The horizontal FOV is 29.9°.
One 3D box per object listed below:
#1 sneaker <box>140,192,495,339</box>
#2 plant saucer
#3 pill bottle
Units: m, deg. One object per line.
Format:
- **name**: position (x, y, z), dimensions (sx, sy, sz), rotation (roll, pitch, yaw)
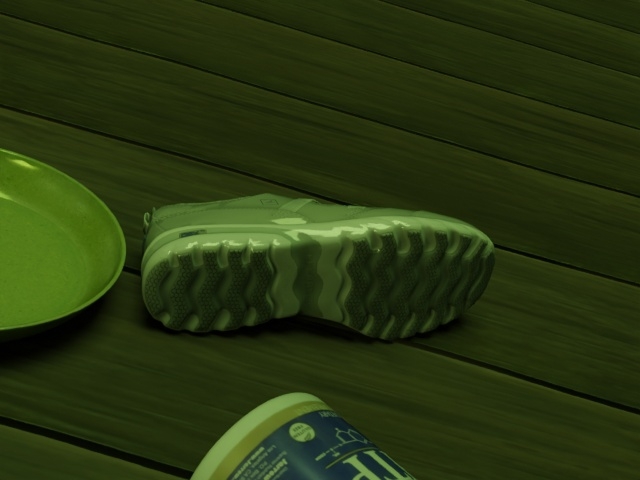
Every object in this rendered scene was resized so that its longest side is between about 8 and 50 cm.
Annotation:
- **sneaker**: position (0.000, 0.000, 0.899), dimensions (0.281, 0.105, 0.115), rotation (4, 32, -22)
- **plant saucer**: position (-0.257, 0.002, 0.827), dimensions (0.241, 0.037, 0.241), rotation (14, 29, -8)
- **pill bottle**: position (0.025, 0.173, 0.610), dimensions (0.186, 0.112, 0.112), rotation (36, 34, 29)
